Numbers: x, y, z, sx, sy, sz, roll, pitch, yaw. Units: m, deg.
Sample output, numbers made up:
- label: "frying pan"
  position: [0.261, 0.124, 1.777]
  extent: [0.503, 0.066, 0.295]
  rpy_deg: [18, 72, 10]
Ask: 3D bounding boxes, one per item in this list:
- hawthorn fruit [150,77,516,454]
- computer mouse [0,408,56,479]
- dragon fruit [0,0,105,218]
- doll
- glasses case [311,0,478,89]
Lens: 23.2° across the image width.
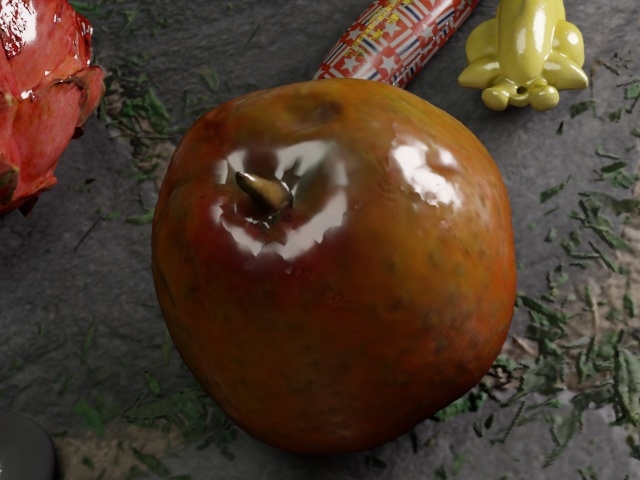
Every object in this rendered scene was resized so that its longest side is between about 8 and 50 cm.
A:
- label: "hawthorn fruit"
  position: [0.000, 0.000, 1.103]
  extent: [0.277, 0.298, 0.277]
  rpy_deg: [-8, 67, 18]
- label: "computer mouse"
  position: [-0.321, 0.182, 1.235]
  extent: [0.232, 0.057, 0.120]
  rpy_deg: [6, 57, 22]
- label: "dragon fruit"
  position: [-0.344, -0.136, 1.324]
  extent: [0.301, 0.295, 0.295]
  rpy_deg: [-41, 53, -3]
- label: "doll"
  position: [0.182, -0.218, 1.331]
  extent: [0.117, 0.086, 0.291]
  rpy_deg: [-3, 52, 15]
- label: "glasses case"
  position: [0.061, -0.178, 1.366]
  extent: [0.073, 0.049, 0.194]
  rpy_deg: [29, 69, 34]
